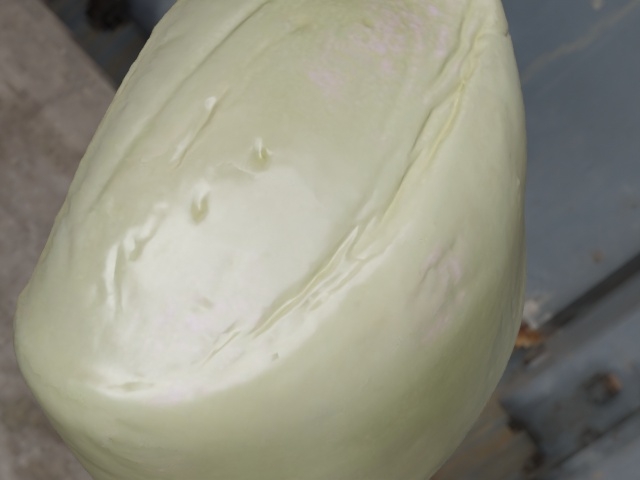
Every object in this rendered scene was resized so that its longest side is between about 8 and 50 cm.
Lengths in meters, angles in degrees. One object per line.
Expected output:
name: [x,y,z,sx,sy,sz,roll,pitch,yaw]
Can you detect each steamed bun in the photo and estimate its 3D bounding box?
steamed bun: [0.000,0.000,0.702,0.155,0.200,0.250,18,63,14]
